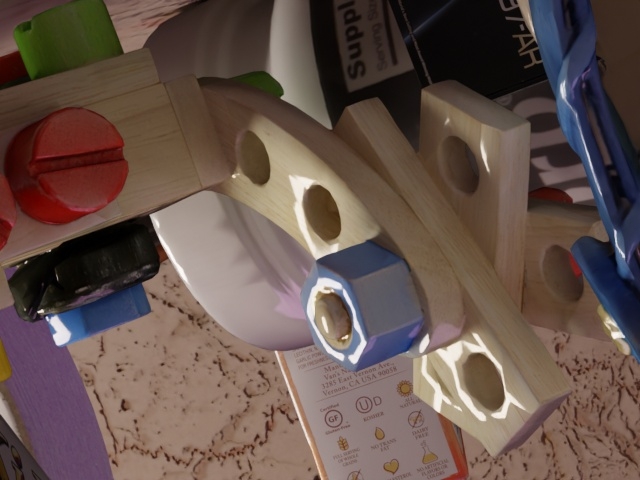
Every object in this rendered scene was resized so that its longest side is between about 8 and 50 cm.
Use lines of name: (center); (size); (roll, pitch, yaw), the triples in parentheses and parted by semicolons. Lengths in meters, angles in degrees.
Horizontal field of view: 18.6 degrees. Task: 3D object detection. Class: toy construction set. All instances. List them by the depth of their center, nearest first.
toy construction set: (-0.086, -0.001, 0.517); (0.327, 0.151, 0.215); (-4, 171, -31)

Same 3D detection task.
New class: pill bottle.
pill bottle: (0.084, -0.060, 0.657); (0.278, 0.162, 0.162); (-20, -178, 28)

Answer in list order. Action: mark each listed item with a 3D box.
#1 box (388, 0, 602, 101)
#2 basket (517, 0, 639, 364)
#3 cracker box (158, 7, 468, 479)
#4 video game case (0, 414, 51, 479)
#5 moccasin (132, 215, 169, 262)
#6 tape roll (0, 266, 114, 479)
box: (0.050, -0.084, 0.563); (0.067, 0.083, 0.018); (-18, -175, 29)
basket: (0.160, -0.036, 0.384); (0.255, 0.201, 0.289); (-31, -152, -1)
cracker box: (0.000, 0.000, 0.912); (0.067, 0.232, 0.156); (-19, -178, 4)
video game case: (-0.191, 0.073, 0.338); (0.269, 0.061, 0.244); (-20, 141, 3)
moccasin: (-0.215, 0.005, 1.241); (0.380, 0.139, 0.147); (-32, 178, -26)
tape roll: (-0.183, 0.100, 0.648); (0.090, 0.275, 0.275); (-20, -178, 29)
